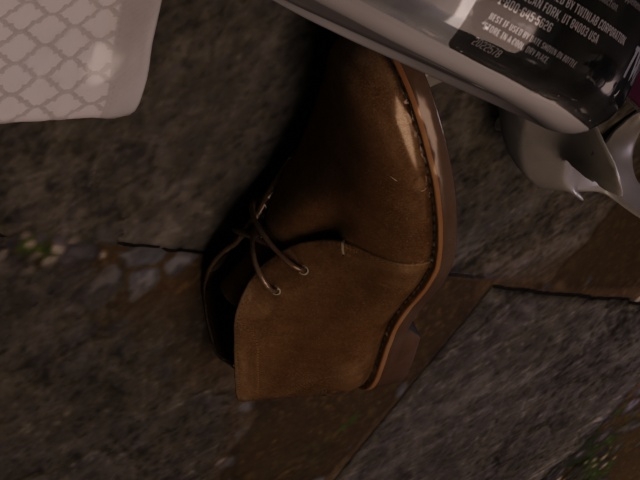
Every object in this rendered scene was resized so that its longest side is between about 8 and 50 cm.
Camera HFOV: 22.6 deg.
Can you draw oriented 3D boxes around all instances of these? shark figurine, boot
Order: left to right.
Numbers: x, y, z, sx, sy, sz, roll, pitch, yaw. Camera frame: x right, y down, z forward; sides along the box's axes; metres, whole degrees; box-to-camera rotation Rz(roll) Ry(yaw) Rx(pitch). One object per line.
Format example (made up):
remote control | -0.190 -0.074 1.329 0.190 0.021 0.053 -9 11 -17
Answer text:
boot | 0.000 0.000 0.899 0.115 0.112 0.305 -14 144 -17
shark figurine | 0.160 -0.061 0.967 0.166 0.116 0.278 -32 146 -6

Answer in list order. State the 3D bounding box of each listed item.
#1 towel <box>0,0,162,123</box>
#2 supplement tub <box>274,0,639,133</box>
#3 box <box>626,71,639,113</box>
towel | -0.169 -0.158 0.571 0.317 0.053 0.332 -11 138 -36
supplement tub | 0.082 -0.214 0.562 0.193 0.193 0.316 20 97 -54
box | 0.199 -0.194 0.733 0.243 0.213 0.117 -30 148 -12
